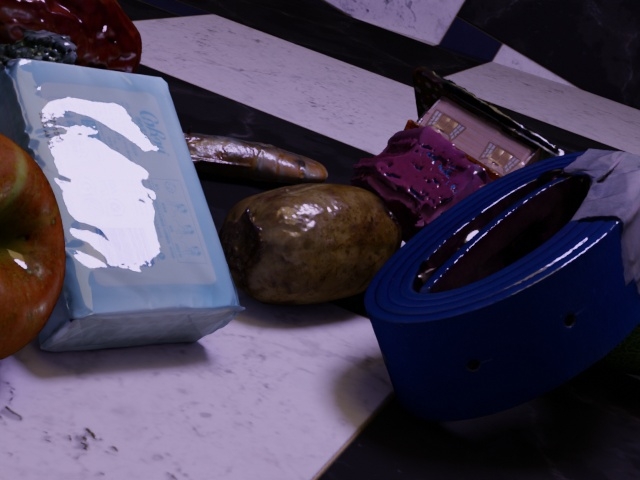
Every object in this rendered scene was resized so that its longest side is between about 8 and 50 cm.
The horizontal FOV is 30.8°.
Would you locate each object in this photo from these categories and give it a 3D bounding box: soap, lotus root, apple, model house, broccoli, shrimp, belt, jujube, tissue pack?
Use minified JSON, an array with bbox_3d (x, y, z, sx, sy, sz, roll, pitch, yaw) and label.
[{"bbox_3d":[0.128,-0.040,1.335,0.162,0.099,0.250,54,-4,-9],"label":"soap"},{"bbox_3d":[0.000,0.000,1.239,0.145,0.129,0.260,19,15,37],"label":"lotus root"},{"bbox_3d":[-0.299,0.003,0.886,0.195,0.196,0.196,15,19,-5],"label":"apple"},{"bbox_3d":[0.216,-0.090,1.710,0.294,0.154,0.207,36,-18,24],"label":"model house"},{"bbox_3d":[-0.288,-0.148,1.384,0.198,0.177,0.274,24,9,35],"label":"broccoli"},{"bbox_3d":[-0.131,-0.122,1.591,0.296,0.058,0.169,10,11,-26],"label":"shrimp"},{"bbox_3d":[0.195,0.032,1.110,0.347,0.117,0.212,-34,25,-35],"label":"belt"},{"bbox_3d":[-0.398,-0.314,1.695,0.290,0.197,0.197,20,12,-44],"label":"jujube"},{"bbox_3d":[-0.193,-0.032,1.054,0.177,0.089,0.263,1,57,-41],"label":"tissue pack"}]

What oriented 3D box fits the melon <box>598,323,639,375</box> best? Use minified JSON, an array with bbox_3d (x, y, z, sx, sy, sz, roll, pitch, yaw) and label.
[{"bbox_3d":[0.339,0.091,1.269,0.169,0.129,0.265,-5,-3,-18],"label":"melon"}]
